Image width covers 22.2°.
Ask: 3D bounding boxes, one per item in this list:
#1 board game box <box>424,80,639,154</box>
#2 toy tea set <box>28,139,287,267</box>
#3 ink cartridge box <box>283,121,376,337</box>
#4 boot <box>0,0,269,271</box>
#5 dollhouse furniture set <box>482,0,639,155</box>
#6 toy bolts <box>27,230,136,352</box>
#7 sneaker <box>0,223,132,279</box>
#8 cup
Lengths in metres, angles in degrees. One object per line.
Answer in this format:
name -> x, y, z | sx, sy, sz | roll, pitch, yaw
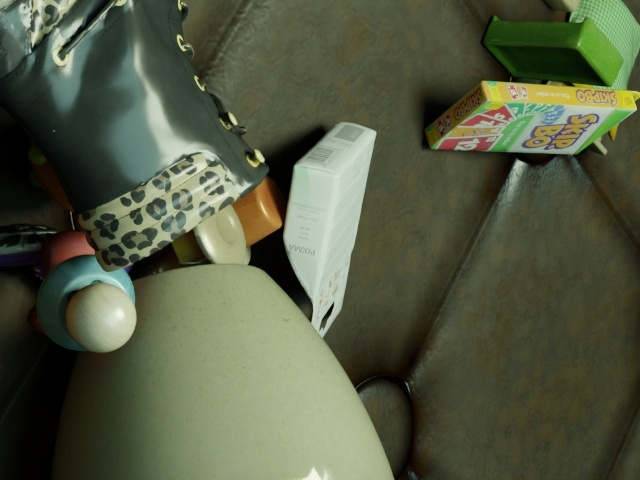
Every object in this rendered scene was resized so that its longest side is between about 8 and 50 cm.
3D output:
board game box -> 0.266, -0.148, 1.993 | 0.259, 0.124, 0.039 | -3, 67, -34
toy tea set -> -0.168, -0.060, 1.613 | 0.336, 0.124, 0.200 | 48, 32, -37
ink cartridge box -> 0.000, 0.000, 1.781 | 0.181, 0.056, 0.224 | -52, 156, -66
boot -> -0.137, -0.174, 1.433 | 0.377, 0.138, 0.284 | -41, 108, -40
dollhouse furniture set -> 0.371, -0.256, 2.107 | 0.301, 0.151, 0.197 | 39, 68, -44
toy bolts -> -0.271, 0.075, 1.407 | 0.229, 0.158, 0.218 | 3, 100, -23
sneaker -> -0.244, 0.027, 1.553 | 0.170, 0.068, 0.071 | 12, 94, -48
cup -> -0.113, 0.158, 1.569 | 0.331, 0.331, 0.237 | 5, 68, -48
